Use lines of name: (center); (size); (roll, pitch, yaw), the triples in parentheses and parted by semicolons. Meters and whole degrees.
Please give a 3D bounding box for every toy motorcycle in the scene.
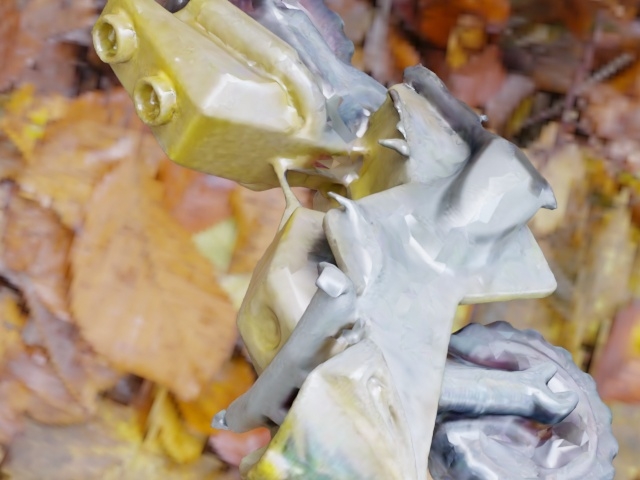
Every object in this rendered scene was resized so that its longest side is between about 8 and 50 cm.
toy motorcycle: (0.000, 0.000, 0.609); (0.129, 0.229, 0.094); (-19, 157, -37)
